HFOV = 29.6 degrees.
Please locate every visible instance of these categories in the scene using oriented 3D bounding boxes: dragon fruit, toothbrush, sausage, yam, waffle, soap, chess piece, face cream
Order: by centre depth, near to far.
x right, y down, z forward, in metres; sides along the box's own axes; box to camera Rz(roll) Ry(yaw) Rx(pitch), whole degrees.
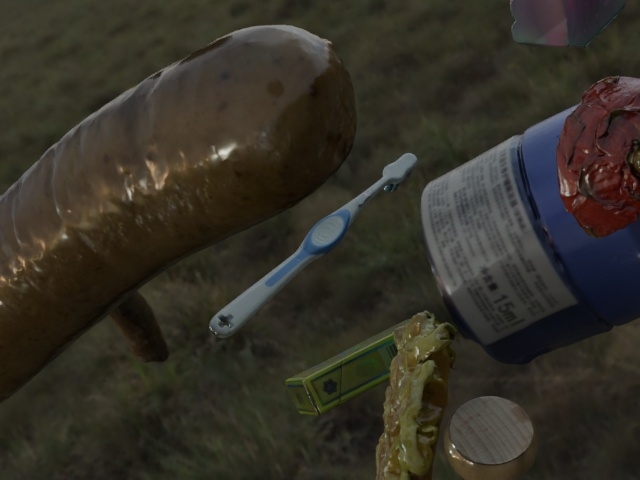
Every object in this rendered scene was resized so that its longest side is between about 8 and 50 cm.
[{"bbox_3d":[-0.164,-0.005,0.876,0.500,0.136,0.123,-32,-15,36],"label":"sausage"},{"bbox_3d":[0.150,0.177,1.068,0.083,0.038,0.084,-5,42,5],"label":"chess piece"},{"bbox_3d":[0.271,-0.090,1.081,0.106,0.083,0.162,1,65,57],"label":"dragon fruit"},{"bbox_3d":[0.242,-0.241,1.177,0.056,0.100,0.149,13,40,36],"label":"soap"},{"bbox_3d":[0.085,0.225,1.228,0.068,0.302,0.325,10,-12,4],"label":"waffle"},{"bbox_3d":[0.262,-0.004,1.387,0.225,0.249,0.249,-25,18,25],"label":"face cream"},{"bbox_3d":[0.001,-0.003,1.456,0.040,0.040,0.386,-3,29,47],"label":"toothbrush"},{"bbox_3d":[-0.251,0.069,1.492,0.056,0.241,0.057,-14,41,13],"label":"yam"}]

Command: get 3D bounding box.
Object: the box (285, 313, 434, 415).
[{"bbox_3d":[0.065,0.184,1.787,0.220,0.064,0.141,-24,-1,-15],"label":"box"}]
